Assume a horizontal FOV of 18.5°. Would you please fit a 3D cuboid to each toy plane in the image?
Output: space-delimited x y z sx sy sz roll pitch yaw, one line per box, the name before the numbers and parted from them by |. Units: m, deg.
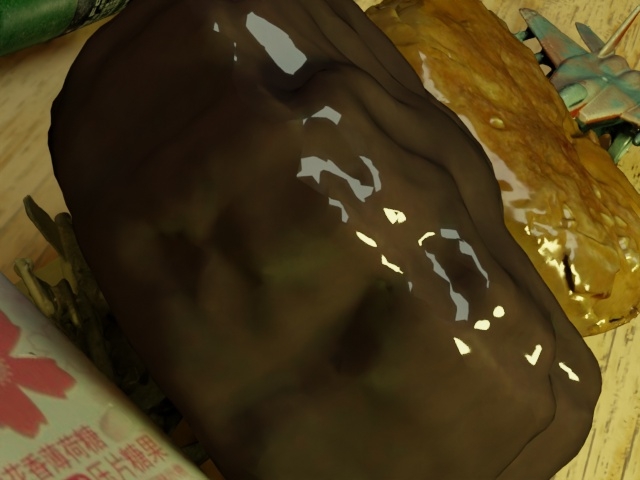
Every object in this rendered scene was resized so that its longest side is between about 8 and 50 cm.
toy plane | -0.104 0.089 1.190 0.262 0.088 0.192 54 10 25
toy plane | 0.234 -0.122 1.758 0.223 0.104 0.326 39 36 12

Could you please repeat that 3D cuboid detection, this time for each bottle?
bottle | -0.186 -0.214 1.521 0.093 0.093 0.330 39 32 10

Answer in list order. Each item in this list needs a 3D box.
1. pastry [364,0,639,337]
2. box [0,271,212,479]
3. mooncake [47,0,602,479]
pastry | 0.116 -0.041 1.486 0.311 0.162 0.255 54 26 14
box | -0.229 0.082 1.066 0.369 0.112 0.190 41 34 14
mooncake | 0.000 0.000 1.181 0.350 0.212 0.381 32 23 -49
